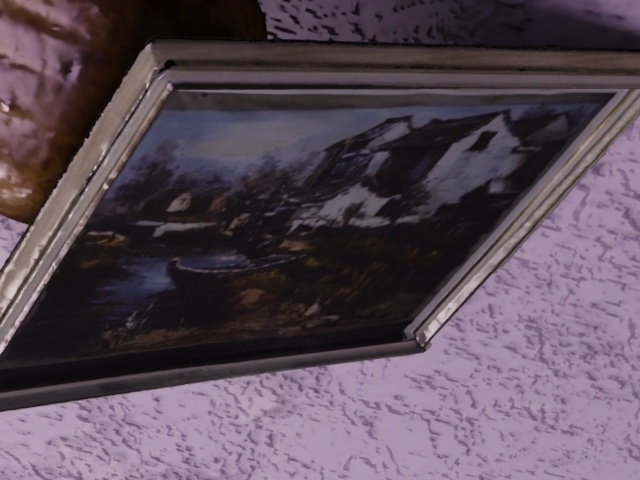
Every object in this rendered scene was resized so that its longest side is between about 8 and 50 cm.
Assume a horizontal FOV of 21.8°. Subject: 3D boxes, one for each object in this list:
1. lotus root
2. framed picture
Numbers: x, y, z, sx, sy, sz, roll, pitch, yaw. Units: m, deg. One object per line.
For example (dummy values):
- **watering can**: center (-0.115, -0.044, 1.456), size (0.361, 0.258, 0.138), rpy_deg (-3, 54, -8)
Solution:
- **lotus root**: center (-0.110, -0.083, 0.646), size (0.260, 0.128, 0.145), rpy_deg (26, 120, -27)
- **framed picture**: center (0.000, 0.000, 0.711), size (0.296, 0.019, 0.232), rpy_deg (-5, 146, -41)
